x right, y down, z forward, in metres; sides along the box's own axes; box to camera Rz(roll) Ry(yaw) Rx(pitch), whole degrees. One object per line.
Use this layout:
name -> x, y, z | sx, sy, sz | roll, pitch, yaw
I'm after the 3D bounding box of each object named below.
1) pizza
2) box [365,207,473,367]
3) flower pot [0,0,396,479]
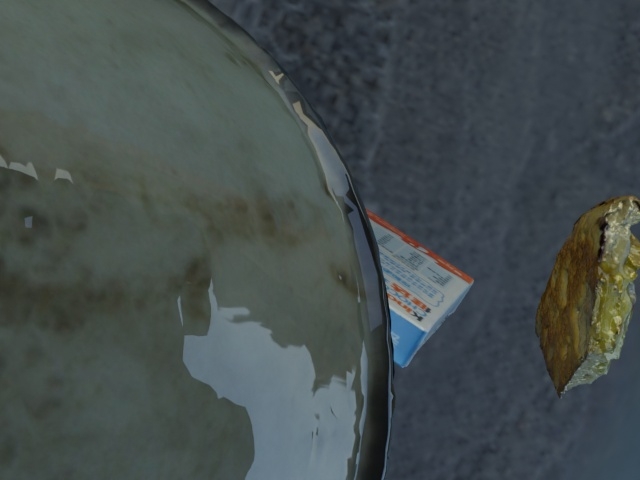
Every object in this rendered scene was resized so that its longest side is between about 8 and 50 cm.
pizza -> 0.156, 0.036, 0.946 | 0.160, 0.035, 0.099 | 103, -11, -62
box -> 0.000, 0.000, 1.516 | 0.048, 0.273, 0.265 | -57, 172, 14
flower pot -> -0.169, 0.032, 0.401 | 0.294, 0.293, 0.330 | -66, 158, 4
